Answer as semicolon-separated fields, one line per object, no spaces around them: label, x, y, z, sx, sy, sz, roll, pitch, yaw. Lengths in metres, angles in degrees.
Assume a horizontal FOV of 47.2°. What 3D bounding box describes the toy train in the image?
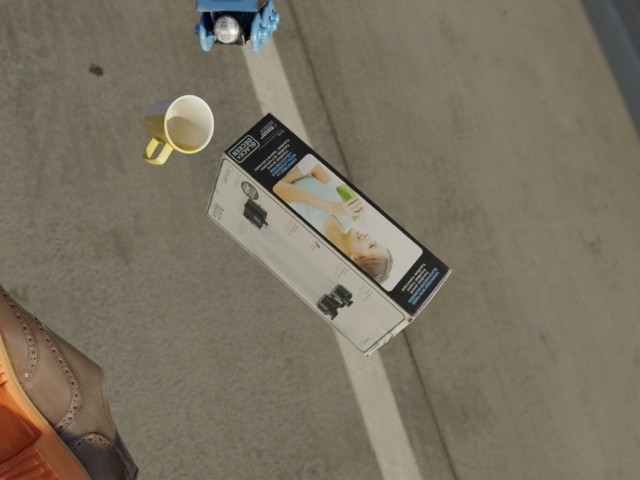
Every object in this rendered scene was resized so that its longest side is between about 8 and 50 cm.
toy train;-0.087;-0.266;0.790;0.184;0.080;0.105;-80;173;-64

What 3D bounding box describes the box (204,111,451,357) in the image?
box;0.000;0.000;0.907;0.290;0.169;0.087;41;62;5

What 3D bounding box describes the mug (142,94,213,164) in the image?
mug;-0.167;-0.127;0.806;0.078;0.064;0.062;-33;121;-34

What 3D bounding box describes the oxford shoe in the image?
oxford shoe;-0.317;0.138;0.765;0.364;0.130;0.132;63;27;-4
